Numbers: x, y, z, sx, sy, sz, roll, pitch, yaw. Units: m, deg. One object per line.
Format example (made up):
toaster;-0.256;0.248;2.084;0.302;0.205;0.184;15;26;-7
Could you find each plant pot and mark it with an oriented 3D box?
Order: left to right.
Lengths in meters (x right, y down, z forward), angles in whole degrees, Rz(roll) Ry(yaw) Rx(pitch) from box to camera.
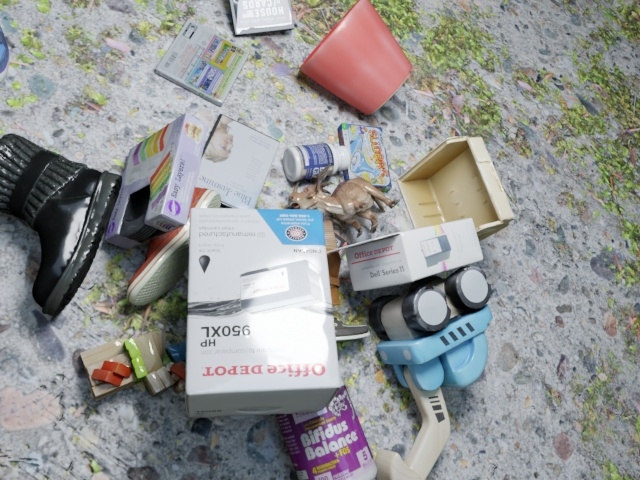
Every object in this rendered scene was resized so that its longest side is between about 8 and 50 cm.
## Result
plant pot;0.116;-0.519;1.592;0.243;0.275;0.275;40;59;-14

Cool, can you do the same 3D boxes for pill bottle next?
pill bottle;-0.009;-0.216;1.495;0.169;0.094;0.094;-11;74;-26
pill bottle;-0.005;0.395;1.203;0.169;0.169;0.301;-16;76;-28

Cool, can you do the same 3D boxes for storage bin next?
storage bin;0.370;-0.115;1.523;0.123;0.260;0.262;-8;72;-30

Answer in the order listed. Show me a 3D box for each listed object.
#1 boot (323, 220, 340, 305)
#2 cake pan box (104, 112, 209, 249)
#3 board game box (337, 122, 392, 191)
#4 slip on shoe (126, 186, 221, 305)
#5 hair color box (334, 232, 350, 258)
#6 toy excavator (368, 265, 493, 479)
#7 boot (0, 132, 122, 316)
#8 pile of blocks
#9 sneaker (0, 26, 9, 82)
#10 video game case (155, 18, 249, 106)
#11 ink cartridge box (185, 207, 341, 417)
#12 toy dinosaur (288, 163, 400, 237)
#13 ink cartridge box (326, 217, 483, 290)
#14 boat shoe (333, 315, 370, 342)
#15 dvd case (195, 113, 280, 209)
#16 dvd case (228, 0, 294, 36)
boot;-0.088;0.071;1.352;0.283;0.109;0.220;-5;88;-16
cake pan box;-0.366;-0.121;1.216;0.070;0.246;0.267;27;59;-38
board game box;0.128;-0.242;1.598;0.136;0.035;0.201;1;69;-23
slip on shoe;-0.348;0.005;1.259;0.101;0.123;0.331;20;60;10
hair color box;0.000;0.000;1.439;0.141;0.043;0.072;36;60;-4
toy excavator;0.272;0.334;1.340;0.433;0.222;0.445;-21;87;-27
boot;-0.598;-0.035;1.147;0.260;0.131;0.348;18;66;-13
pile of blocks;-0.315;0.259;1.158;0.362;0.112;0.149;7;67;-21
sneaker;-0.787;-0.539;1.212;0.130;0.236;0.323;-12;74;-27
video game case;-0.321;-0.495;1.518;0.193;0.023;0.212;26;61;-11
ink cartridge box;-0.127;0.140;1.122;0.285;0.166;0.395;0;60;-11
toy dinosaur;0.078;-0.121;1.463;0.295;0.127;0.200;-15;53;-48
ink cartridge box;0.206;0.040;1.348;0.353;0.207;0.119;-11;86;-39
boat shoe;0.014;0.218;1.333;0.227;0.081;0.069;-3;74;-22
dvd case;-0.225;-0.198;1.437;0.180;0.022;0.253;24;62;-13
dvd case;-0.181;-0.726;1.586;0.179;0.029;0.239;-11;101;-11
